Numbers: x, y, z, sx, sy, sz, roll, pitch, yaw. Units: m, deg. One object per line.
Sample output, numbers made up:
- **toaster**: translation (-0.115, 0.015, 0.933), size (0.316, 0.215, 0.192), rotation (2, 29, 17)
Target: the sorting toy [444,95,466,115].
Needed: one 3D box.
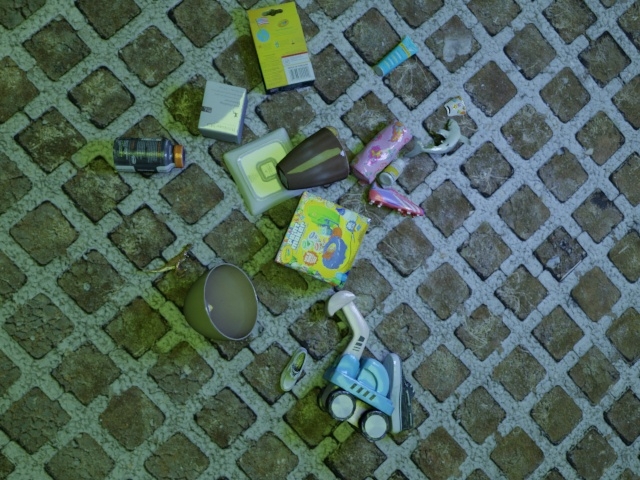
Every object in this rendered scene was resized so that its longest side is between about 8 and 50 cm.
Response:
- **sorting toy**: translation (0.568, -0.564, 1.968), size (0.075, 0.045, 0.083), rotation (-21, 92, 12)

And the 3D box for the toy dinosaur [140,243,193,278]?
- **toy dinosaur**: translation (-0.570, 0.095, 1.797), size (0.212, 0.064, 0.112), rotation (-36, 76, -16)

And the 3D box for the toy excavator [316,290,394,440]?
- **toy excavator**: translation (0.135, 0.478, 1.827), size (0.433, 0.222, 0.445), rotation (32, 73, -3)

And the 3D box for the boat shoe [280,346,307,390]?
- **boat shoe**: translation (-0.103, 0.515, 1.844), size (0.066, 0.063, 0.184), rotation (33, 85, -6)

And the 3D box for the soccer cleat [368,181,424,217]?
- **soccer cleat**: translation (0.315, -0.163, 1.906), size (0.248, 0.083, 0.095), rotation (16, 82, -5)

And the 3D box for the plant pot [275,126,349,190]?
- **plant pot**: translation (-0.045, -0.285, 1.772), size (0.231, 0.215, 0.215), rotation (-28, 93, -15)

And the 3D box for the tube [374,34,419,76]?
- **tube**: translation (0.315, -0.761, 1.931), size (0.207, 0.052, 0.080), rotation (-43, 106, -12)

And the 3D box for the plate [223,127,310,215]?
- **plate**: translation (-0.207, -0.277, 1.851), size (0.278, 0.045, 0.277), rotation (-27, 93, -7)

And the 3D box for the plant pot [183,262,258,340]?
- **plant pot**: translation (-0.395, 0.246, 1.728), size (0.191, 0.284, 0.284), rotation (-19, 92, 27)

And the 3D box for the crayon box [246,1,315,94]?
- **crayon box**: translation (-0.157, -0.760, 1.845), size (0.202, 0.081, 0.318), rotation (-14, 92, -8)

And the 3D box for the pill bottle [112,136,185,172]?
- **pill bottle**: translation (-0.638, -0.319, 1.748), size (0.246, 0.130, 0.130), rotation (1, 89, -7)

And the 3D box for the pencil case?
- **pencil case**: translation (0.240, -0.354, 1.880), size (0.124, 0.124, 0.284), rotation (43, 85, -5)

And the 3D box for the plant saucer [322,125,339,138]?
- **plant saucer**: translation (0.037, -0.430, 1.900), size (0.084, 0.015, 0.083), rotation (0, 89, -8)

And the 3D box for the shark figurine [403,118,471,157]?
- **shark figurine**: translation (0.495, -0.381, 1.918), size (0.278, 0.116, 0.166), rotation (-32, 68, -23)

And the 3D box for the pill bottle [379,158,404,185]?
- **pill bottle**: translation (0.295, -0.281, 1.897), size (0.065, 0.065, 0.116), rotation (45, 61, -5)

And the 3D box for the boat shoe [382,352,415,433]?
- **boat shoe**: translation (0.322, 0.612, 1.888), size (0.119, 0.121, 0.335), rotation (-5, 101, -16)

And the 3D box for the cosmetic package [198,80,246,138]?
- **cosmetic package**: translation (-0.369, -0.484, 1.776), size (0.151, 0.151, 0.183), rotation (10, 88, -7)

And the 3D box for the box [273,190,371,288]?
- **box**: translation (0.000, 0.000, 1.810), size (0.279, 0.177, 0.289), rotation (22, 86, -6)
